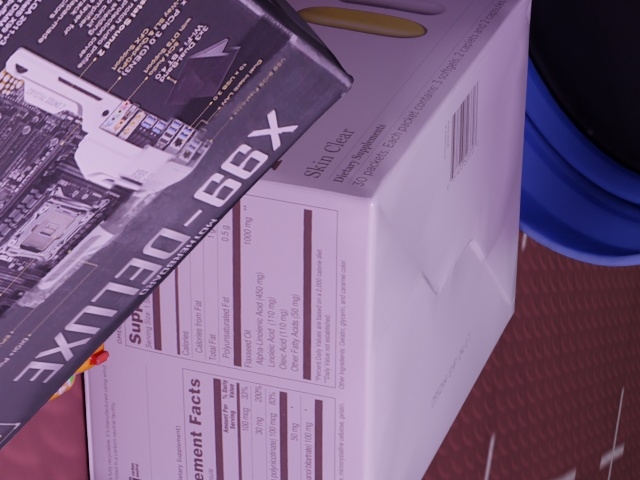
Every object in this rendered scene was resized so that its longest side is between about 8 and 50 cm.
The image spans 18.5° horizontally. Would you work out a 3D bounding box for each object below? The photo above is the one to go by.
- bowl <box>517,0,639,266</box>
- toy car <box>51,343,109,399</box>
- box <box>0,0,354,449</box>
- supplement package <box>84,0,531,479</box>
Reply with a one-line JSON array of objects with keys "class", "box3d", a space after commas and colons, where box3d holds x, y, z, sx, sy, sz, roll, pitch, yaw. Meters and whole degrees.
[{"class": "bowl", "box3d": [0.146, -0.184, 1.021, 0.077, 0.391, 0.391, -13, 120, -25]}, {"class": "toy car", "box3d": [-0.122, 0.041, 0.805, 0.122, 0.040, 0.060, 21, 79, -72]}, {"class": "box", "box3d": [-0.152, 0.027, 0.395, 0.307, 0.076, 0.242, -46, 162, 7]}, {"class": "supplement package", "box3d": [0.000, 0.000, 0.983, 0.262, 0.145, 0.204, -53, 148, -56]}]
